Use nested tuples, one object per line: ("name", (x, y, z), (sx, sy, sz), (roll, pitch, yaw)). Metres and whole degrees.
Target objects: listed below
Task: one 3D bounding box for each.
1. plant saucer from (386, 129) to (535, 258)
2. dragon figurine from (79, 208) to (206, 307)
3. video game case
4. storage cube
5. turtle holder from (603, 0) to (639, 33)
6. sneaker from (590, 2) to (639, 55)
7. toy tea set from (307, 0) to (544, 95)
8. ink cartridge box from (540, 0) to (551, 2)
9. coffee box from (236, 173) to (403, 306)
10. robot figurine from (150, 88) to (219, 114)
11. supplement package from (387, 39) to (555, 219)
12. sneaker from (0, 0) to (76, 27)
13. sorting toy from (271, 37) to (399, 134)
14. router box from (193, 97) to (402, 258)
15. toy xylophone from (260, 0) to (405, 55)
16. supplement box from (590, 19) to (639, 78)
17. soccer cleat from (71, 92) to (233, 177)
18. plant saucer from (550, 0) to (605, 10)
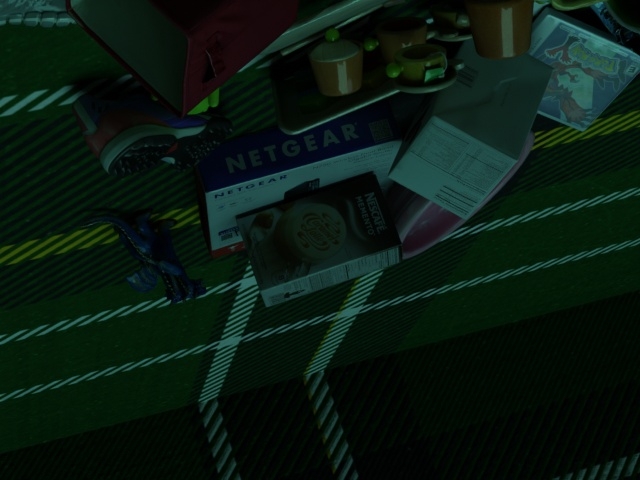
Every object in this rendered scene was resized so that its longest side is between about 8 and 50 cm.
("plant saucer", (0.233, -0.104, 2.473), (0.332, 0.084, 0.332), (-38, 164, -12))
("dragon figurine", (-0.291, 0.032, 2.389), (0.085, 0.144, 0.289), (-25, 160, 16))
("video game case", (0.392, -0.269, 2.221), (0.201, 0.023, 0.183), (19, 135, -21))
("storage cube", (-0.142, -0.285, 1.499), (0.193, 0.215, 0.183), (-44, 169, -22))
("turtle holder", (0.465, -0.391, 1.813), (0.227, 0.320, 0.243), (-31, 141, -7))
("sneaker", (0.465, -0.338, 2.124), (0.162, 0.073, 0.063), (35, 126, -24))
("toy tea set", (0.139, -0.292, 1.870), (0.336, 0.124, 0.200), (-27, -148, -33))
("ink cartridge box", (0.241, -0.388, 1.713), (0.219, 0.160, 0.093), (-1, 156, -43))
("coffee box", (0.000, 0.000, 2.327), (0.247, 0.141, 0.098), (-19, 160, -2))
("robot figurine", (-0.186, -0.216, 1.927), (0.101, 0.067, 0.115), (10, 168, 14))
("supplement package", (0.232, -0.180, 2.160), (0.149, 0.194, 0.203), (28, 149, -4))
("sneaker", (-0.327, -0.300, 1.547), (0.229, 0.086, 0.132), (-13, 158, -13))
("sorting toy", (0.032, -0.230, 1.986), (0.208, 0.193, 0.038), (-18, 118, 4))
("router box", (-0.043, -0.100, 2.353), (0.336, 0.082, 0.301), (-16, 161, -7))
("toy xylophone", (0.004, -0.317, 1.784), (0.323, 0.081, 0.236), (-23, 180, -1))
("supplement box", (0.486, -0.311, 2.280), (0.239, 0.073, 0.130), (-30, 156, 28))
("soccer cleat", (-0.233, -0.166, 2.000), (0.108, 0.116, 0.318), (-44, 168, 24))
("plant saucer", (0.384, -0.462, 1.569), (0.333, 0.081, 0.332), (-16, 120, -6))
